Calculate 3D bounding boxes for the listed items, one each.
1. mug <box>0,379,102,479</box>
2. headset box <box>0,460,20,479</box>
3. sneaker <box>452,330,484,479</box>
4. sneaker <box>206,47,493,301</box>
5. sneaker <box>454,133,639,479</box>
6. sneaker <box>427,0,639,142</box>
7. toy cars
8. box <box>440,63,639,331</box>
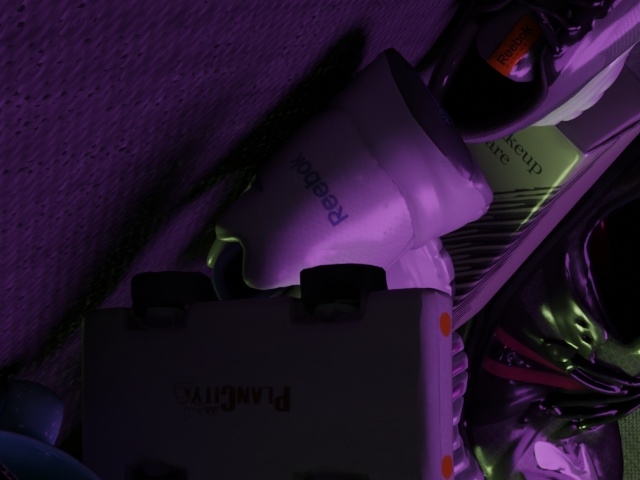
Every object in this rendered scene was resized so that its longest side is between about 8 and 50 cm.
[{"bbox_3d":[-0.135,0.146,0.588,0.158,0.129,0.097,-37,171,-49],"label":"mug"},{"bbox_3d":[-0.203,0.174,0.350,0.283,0.131,0.246,-47,173,6],"label":"headset box"},{"bbox_3d":[0.066,0.147,1.232,0.095,0.104,0.236,-28,123,-26],"label":"sneaker"},{"bbox_3d":[0.000,0.000,0.778,0.129,0.111,0.297,-32,165,-9],"label":"sneaker"},{"bbox_3d":[0.217,0.084,1.237,0.185,0.202,0.483,-39,139,-31],"label":"sneaker"},{"bbox_3d":[0.146,-0.139,0.794,0.108,0.100,0.271,-33,165,-41],"label":"sneaker"},{"bbox_3d":[-0.072,0.138,0.666,0.087,0.176,0.393,7,130,-51],"label":"toy cars"},{"bbox_3d":[0.113,-0.037,1.061,0.094,0.113,0.275,-31,163,-37],"label":"box"}]
